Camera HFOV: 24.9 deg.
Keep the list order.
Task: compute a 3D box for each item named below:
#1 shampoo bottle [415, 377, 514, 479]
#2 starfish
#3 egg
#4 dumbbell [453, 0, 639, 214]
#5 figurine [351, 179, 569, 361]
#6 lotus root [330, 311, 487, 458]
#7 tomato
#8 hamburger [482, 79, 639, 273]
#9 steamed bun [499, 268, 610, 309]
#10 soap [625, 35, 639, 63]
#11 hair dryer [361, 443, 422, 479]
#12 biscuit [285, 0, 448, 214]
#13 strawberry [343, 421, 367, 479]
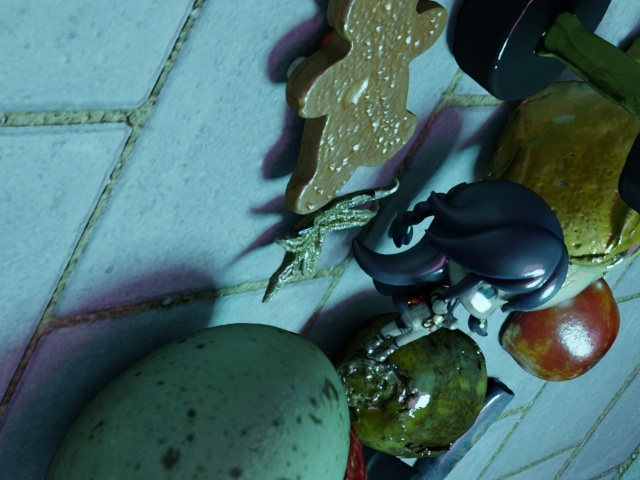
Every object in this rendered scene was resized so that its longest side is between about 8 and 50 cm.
[{"bbox_3d":[0.243,0.341,2.523,0.233,0.049,0.087,-51,153,9],"label":"shampoo bottle"},{"bbox_3d":[0.000,0.000,1.641,0.208,0.053,0.176,-31,160,-32],"label":"starfish"},{"bbox_3d":[-0.130,0.254,1.540,0.379,0.287,0.287,-51,159,-25],"label":"egg"},{"bbox_3d":[0.318,-0.178,1.554,0.204,0.322,0.204,-37,153,-22],"label":"dumbbell"},{"bbox_3d":[0.164,0.032,1.742,0.265,0.197,0.175,-11,-178,11],"label":"figurine"},{"bbox_3d":[0.118,0.195,1.981,0.196,0.179,0.397,-66,157,3],"label":"lotus root"},{"bbox_3d":[0.412,0.153,2.407,0.200,0.139,0.233,-41,156,2],"label":"tomato"},{"bbox_3d":[0.330,-0.078,1.854,0.244,0.244,0.163,-47,172,1],"label":"hamburger"},{"bbox_3d":[0.325,0.016,2.007,0.239,0.152,0.170,-43,180,-5],"label":"steamed bun"},{"bbox_3d":[0.548,-0.200,2.085,0.293,0.156,0.335,-40,154,-21],"label":"soap"},{"bbox_3d":[0.128,0.297,2.227,0.219,0.124,0.071,-57,161,-18],"label":"hair dryer"},{"bbox_3d":[0.042,-0.175,1.453,0.205,0.049,0.324,-35,153,-26],"label":"biscuit"},{"bbox_3d":[-0.065,0.373,1.830,0.292,0.292,0.310,-26,155,-37],"label":"strawberry"}]
